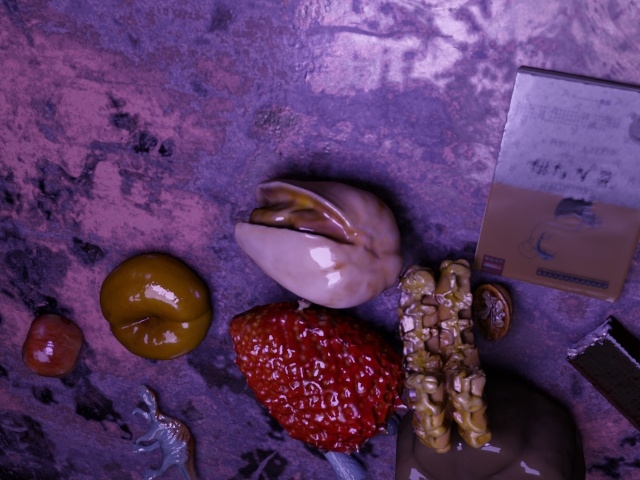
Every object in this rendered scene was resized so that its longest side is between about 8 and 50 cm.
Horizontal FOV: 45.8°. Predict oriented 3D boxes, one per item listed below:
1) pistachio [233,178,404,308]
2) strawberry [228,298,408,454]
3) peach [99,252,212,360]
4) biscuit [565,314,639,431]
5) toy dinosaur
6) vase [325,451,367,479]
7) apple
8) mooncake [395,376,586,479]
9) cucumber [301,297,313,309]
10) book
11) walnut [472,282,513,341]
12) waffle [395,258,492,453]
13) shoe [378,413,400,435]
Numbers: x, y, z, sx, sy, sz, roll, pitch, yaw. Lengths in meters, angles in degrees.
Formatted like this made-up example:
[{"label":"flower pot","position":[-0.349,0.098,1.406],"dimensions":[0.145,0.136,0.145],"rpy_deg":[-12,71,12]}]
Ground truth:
[{"label":"pistachio","position":[0.000,0.000,1.387],"dimensions":[0.321,0.229,0.238],"rpy_deg":[21,156,17]},{"label":"strawberry","position":[-0.001,0.238,1.468],"dimensions":[0.292,0.292,0.343],"rpy_deg":[-30,117,30]},{"label":"peach","position":[-0.350,0.145,1.627],"dimensions":[0.251,0.153,0.251],"rpy_deg":[13,126,18]},{"label":"biscuit","position":[0.573,0.258,1.397],"dimensions":[0.252,0.070,0.106],"rpy_deg":[44,122,3]},{"label":"toy dinosaur","position":[-0.371,0.536,1.887],"dimensions":[0.205,0.092,0.393],"rpy_deg":[-34,100,26]},{"label":"vase","position":[0.035,0.487,1.723],"dimensions":[0.081,0.081,0.148],"rpy_deg":[-29,102,29]},{"label":"apple","position":[-0.628,0.251,1.782],"dimensions":[0.131,0.146,0.146],"rpy_deg":[20,125,-20]},{"label":"mooncake","position":[0.330,0.461,1.509],"dimensions":[0.378,0.201,0.378],"rpy_deg":[7,126,9]},{"label":"cucumber","position":[-0.038,0.182,1.606],"dimensions":[0.036,0.033,0.184],"rpy_deg":[10,123,-5]},{"label":"book","position":[0.428,-0.087,1.299],"dimensions":[0.269,0.032,0.389],"rpy_deg":[13,120,13]},{"label":"walnut","position":[0.334,0.131,1.433],"dimensions":[0.091,0.052,0.121],"rpy_deg":[30,131,47]},{"label":"waffle","position":[0.218,0.205,1.357],"dimensions":[0.151,0.324,0.261],"rpy_deg":[-4,141,8]},{"label":"shoe","position":[0.076,0.393,1.654],"dimensions":[0.194,0.077,0.074],"rpy_deg":[19,121,9]}]
